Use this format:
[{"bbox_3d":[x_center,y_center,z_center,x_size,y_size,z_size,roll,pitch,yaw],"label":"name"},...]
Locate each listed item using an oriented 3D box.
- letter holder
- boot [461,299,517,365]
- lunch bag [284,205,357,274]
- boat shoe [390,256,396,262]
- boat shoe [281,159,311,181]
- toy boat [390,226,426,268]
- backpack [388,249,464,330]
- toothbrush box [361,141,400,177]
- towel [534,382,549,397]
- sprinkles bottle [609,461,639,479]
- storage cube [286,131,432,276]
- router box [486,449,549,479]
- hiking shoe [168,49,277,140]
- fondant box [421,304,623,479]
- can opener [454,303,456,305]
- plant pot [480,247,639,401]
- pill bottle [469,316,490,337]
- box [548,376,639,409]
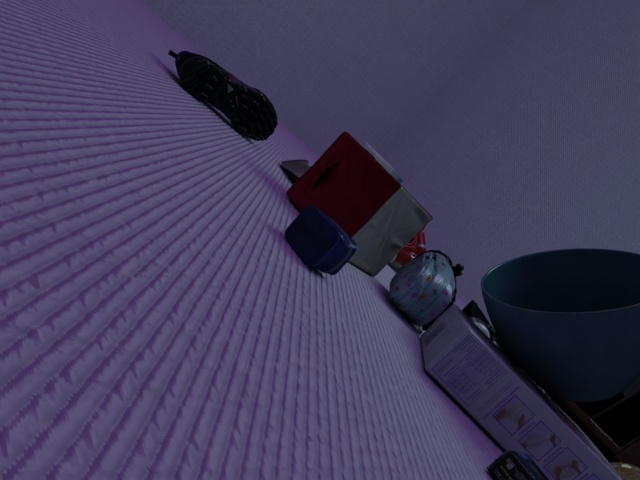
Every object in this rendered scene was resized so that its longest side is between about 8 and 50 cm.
[{"bbox_3d":[0.620,0.387,1.074,0.302,0.214,0.152,62,-3,-32],"label":"letter holder"},{"bbox_3d":[0.515,0.299,1.701,0.207,0.094,0.246,42,14,3],"label":"boot"},{"bbox_3d":[0.000,0.000,0.814,0.098,0.067,0.065,49,9,35],"label":"lunch bag"},{"bbox_3d":[0.085,-0.059,1.441,0.091,0.114,0.303,-17,59,-32],"label":"boat shoe"},{"bbox_3d":[-0.057,-0.171,1.475,0.206,0.075,0.065,-130,-146,-64],"label":"boat shoe"},{"bbox_3d":[0.265,-0.027,1.682,0.150,0.151,0.231,14,53,-18],"label":"toy boat"},{"bbox_3d":[0.205,0.099,1.124,0.115,0.152,0.182,37,20,-2],"label":"backpack"},{"bbox_3d":[0.135,-0.171,1.781,0.126,0.216,0.295,46,8,11],"label":"toothbrush box"},{"bbox_3d":[0.576,0.390,1.451,0.209,0.034,0.285,52,18,-31],"label":"towel"},{"bbox_3d":[0.459,0.423,0.745,0.121,0.121,0.355,45,8,7],"label":"sprinkles bottle"},{"bbox_3d":[0.084,-0.071,1.156,0.193,0.184,0.215,51,10,35],"label":"storage cube"},{"bbox_3d":[0.259,0.307,0.648,0.092,0.038,0.122,33,14,-51],"label":"router box"},{"bbox_3d":[-0.221,-0.359,1.350,0.304,0.113,0.132,35,13,-46],"label":"hiking shoe"},{"bbox_3d":[0.315,0.268,0.914,0.330,0.096,0.238,44,8,5],"label":"fondant box"},{"bbox_3d":[0.355,0.259,1.312,0.283,0.076,0.095,46,41,6],"label":"can opener"},{"bbox_3d":[0.430,0.150,0.937,0.290,0.289,0.196,-102,-179,-75],"label":"plant pot"},{"bbox_3d":[0.418,0.256,1.516,0.078,0.078,0.137,45,9,8],"label":"pill bottle"},{"bbox_3d":[0.808,0.419,1.478,0.472,0.297,0.480,54,6,-24],"label":"box"}]
